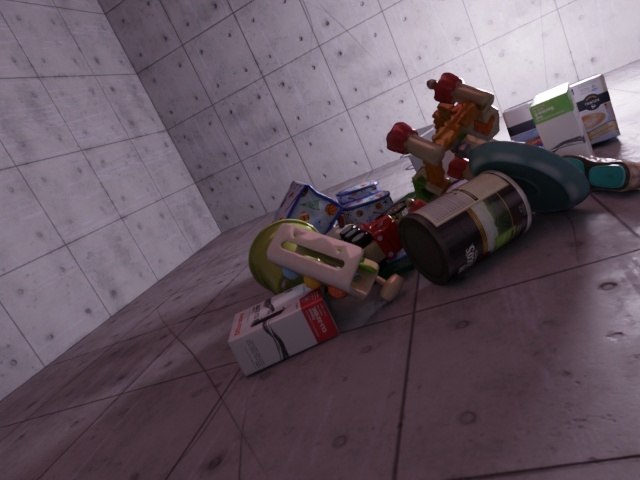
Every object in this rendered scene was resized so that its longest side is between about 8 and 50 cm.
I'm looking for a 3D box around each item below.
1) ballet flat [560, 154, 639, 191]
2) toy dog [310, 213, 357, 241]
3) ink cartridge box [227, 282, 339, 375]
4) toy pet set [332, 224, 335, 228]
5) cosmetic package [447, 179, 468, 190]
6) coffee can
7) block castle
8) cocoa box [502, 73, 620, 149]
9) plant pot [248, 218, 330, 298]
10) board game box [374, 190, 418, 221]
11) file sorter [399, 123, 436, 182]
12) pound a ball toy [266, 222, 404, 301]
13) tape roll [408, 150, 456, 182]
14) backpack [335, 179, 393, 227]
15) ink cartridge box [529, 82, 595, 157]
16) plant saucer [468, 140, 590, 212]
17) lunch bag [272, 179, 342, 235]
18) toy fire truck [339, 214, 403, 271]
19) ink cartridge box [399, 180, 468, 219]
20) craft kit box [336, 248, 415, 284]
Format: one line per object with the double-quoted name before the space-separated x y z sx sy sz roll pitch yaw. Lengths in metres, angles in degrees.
"ballet flat" 0.789 -0.187 1.271 0.106 0.108 0.316 -7 17 -7
"toy dog" 0.000 0.000 1.710 0.333 0.161 0.220 -23 26 -9
"ink cartridge box" -0.103 0.229 1.231 0.273 0.114 0.197 -26 13 1
"toy pet set" 0.033 -0.054 2.239 0.122 0.065 0.114 -21 48 29
"cosmetic package" 0.610 -0.247 1.858 0.239 0.060 0.099 -29 9 -16
"coffee can" 0.375 -0.037 1.182 0.275 0.201 0.201 -29 14 -14
"block castle" 0.376 -0.260 1.395 0.303 0.453 0.213 -47 55 -9
"cocoa box" 0.908 -0.454 1.720 0.347 0.228 0.231 -18 10 29
"plant pot" -0.078 0.097 1.458 0.276 0.276 0.254 -27 25 -7
"board game box" 0.338 -0.142 1.782 0.259 0.030 0.136 -36 11 -38
"file sorter" 0.501 -0.377 2.108 0.173 0.278 0.193 -36 16 -23
"pound a ball toy" 0.036 0.085 1.203 0.319 0.208 0.136 19 78 33
"tape roll" 0.514 -0.332 1.875 0.246 0.169 0.246 -26 7 4
"backpack" 0.196 -0.146 1.941 0.276 0.213 0.263 -26 19 -8
"ink cartridge box" 0.793 -0.350 1.464 0.114 0.273 0.198 -19 14 36
"plant saucer" 0.545 -0.158 1.212 0.044 0.317 0.317 -62 23 -11
"lunch bag" -0.098 -0.041 1.957 0.385 0.239 0.328 -59 13 2
"toy fire truck" 0.214 -0.017 1.360 0.246 0.158 0.217 -37 13 -2
"ink cartridge box" 0.453 -0.130 1.699 0.311 0.065 0.186 -20 14 14
"craft kit box" 0.170 0.074 1.462 0.250 0.061 0.246 -23 16 11
